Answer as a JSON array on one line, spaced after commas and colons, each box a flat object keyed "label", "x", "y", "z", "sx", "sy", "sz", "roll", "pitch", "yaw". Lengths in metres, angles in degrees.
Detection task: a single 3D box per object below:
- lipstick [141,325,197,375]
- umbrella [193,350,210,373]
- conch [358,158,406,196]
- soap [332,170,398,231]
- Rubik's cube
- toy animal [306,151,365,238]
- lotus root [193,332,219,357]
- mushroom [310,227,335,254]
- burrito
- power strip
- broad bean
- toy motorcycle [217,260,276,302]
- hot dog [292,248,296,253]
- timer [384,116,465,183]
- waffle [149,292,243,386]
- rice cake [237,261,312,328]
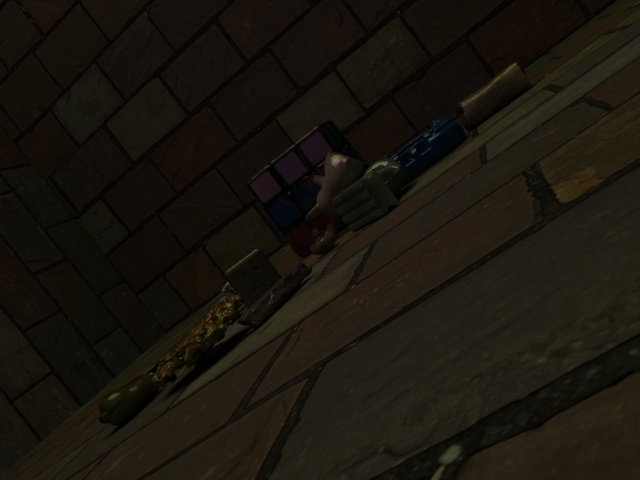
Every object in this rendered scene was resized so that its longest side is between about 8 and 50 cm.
[{"label": "lipstick", "x": -0.483, "y": 0.376, "z": 1.985, "sx": 0.312, "sy": 0.051, "sz": 0.051, "roll": -39, "pitch": 6, "yaw": -10}, {"label": "umbrella", "x": -0.287, "y": 0.287, "z": 1.499, "sx": 0.027, "sy": 0.025, "sz": 0.165, "roll": -22, "pitch": 7, "yaw": 0}, {"label": "conch", "x": 0.183, "y": -0.170, "z": 1.902, "sx": 0.185, "sy": 0.121, "sz": 0.221, "roll": -40, "pitch": 6, "yaw": 47}, {"label": "soap", "x": 0.121, "y": -0.108, "z": 1.760, "sx": 0.066, "sy": 0.119, "sz": 0.198, "roll": -37, "pitch": 3, "yaw": -28}, {"label": "Rubik's cube", "x": -0.014, "y": -0.200, "z": 2.285, "sx": 0.362, "sy": 0.359, "sz": 0.363, "roll": -34, "pitch": 4, "yaw": 19}, {"label": "toy animal", "x": 0.040, "y": -0.154, "z": 2.015, "sx": 0.138, "sy": 0.140, "sz": 0.282, "roll": -96, "pitch": 27, "yaw": -67}, {"label": "lotus root", "x": -0.328, "y": 0.280, "z": 1.640, "sx": 0.150, "sy": 0.062, "sz": 0.073, "roll": -35, "pitch": 4, "yaw": 14}, {"label": "mushroom", "x": 0.000, "y": 0.000, "z": 1.854, "sx": 0.085, "sy": 0.079, "sz": 0.085, "roll": -38, "pitch": 7, "yaw": 6}, {"label": "burrito", "x": 0.597, "y": -0.497, "z": 2.186, "sx": 0.299, "sy": 0.105, "sz": 0.143, "roll": -36, "pitch": -5, "yaw": 30}, {"label": "power strip", "x": -0.207, "y": 0.115, "z": 1.930, "sx": 0.139, "sy": 0.140, "sz": 0.224, "roll": -38, "pitch": 3, "yaw": -6}, {"label": "broad bean", "x": -0.479, "y": 0.401, "z": 1.553, "sx": 0.124, "sy": 0.082, "sz": 0.174, "roll": -35, "pitch": -5, "yaw": 29}, {"label": "toy motorcycle", "x": -0.258, "y": 0.153, "z": 2.100, "sx": 0.254, "sy": 0.112, "sz": 0.112, "roll": -45, "pitch": 7, "yaw": -22}, {"label": "hot dog", "x": -0.067, "y": 0.017, "z": 2.534, "sx": 0.062, "sy": 0.038, "sz": 0.144, "roll": -45, "pitch": 6, "yaw": -41}, {"label": "timer", "x": 0.340, "y": -0.305, "z": 2.159, "sx": 0.340, "sy": 0.115, "sz": 0.309, "roll": -36, "pitch": 7, "yaw": 15}, {"label": "waffle", "x": -0.287, "y": 0.235, "z": 1.482, "sx": 0.280, "sy": 0.060, "sz": 0.262, "roll": -44, "pitch": 5, "yaw": 0}, {"label": "rice cake", "x": -0.104, "y": 0.131, "z": 1.499, "sx": 0.270, "sy": 0.049, "sz": 0.055, "roll": -43, "pitch": -7, "yaw": -46}]
